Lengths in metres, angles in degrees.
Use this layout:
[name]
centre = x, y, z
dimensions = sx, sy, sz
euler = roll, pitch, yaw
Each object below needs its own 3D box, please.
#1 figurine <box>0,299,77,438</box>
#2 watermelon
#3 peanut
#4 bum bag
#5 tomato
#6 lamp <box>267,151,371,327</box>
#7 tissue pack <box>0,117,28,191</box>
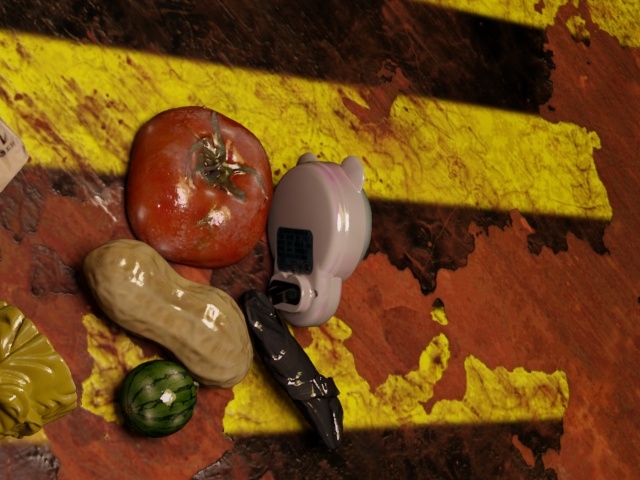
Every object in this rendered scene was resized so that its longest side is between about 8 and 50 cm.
[figurine]
centre = -0.445, 0.211, 1.428
dimensions = 0.187, 0.168, 0.315
euler = 35, 55, 27
[watermelon]
centre = -0.201, 0.197, 1.659
dimensions = 0.109, 0.109, 0.109
euler = 12, 69, -36
[peanut]
centre = -0.187, 0.092, 1.682
dimensions = 0.274, 0.125, 0.111
euler = 37, 48, -26
[bum bag]
centre = -0.033, 0.176, 1.794
dimensions = 0.248, 0.060, 0.123
euler = 51, 8, -17
[tomato]
centre = -0.155, -0.076, 1.782
dimensions = 0.237, 0.095, 0.236
euler = 12, 69, -35
[lamp]
centre = 0.002, 0.001, 1.837
dimensions = 0.108, 0.179, 0.246
euler = 8, 91, -33
[tissue pack]
centre = -0.550, -0.090, 1.420
dimensions = 0.390, 0.195, 0.375
euler = 44, 67, -20
